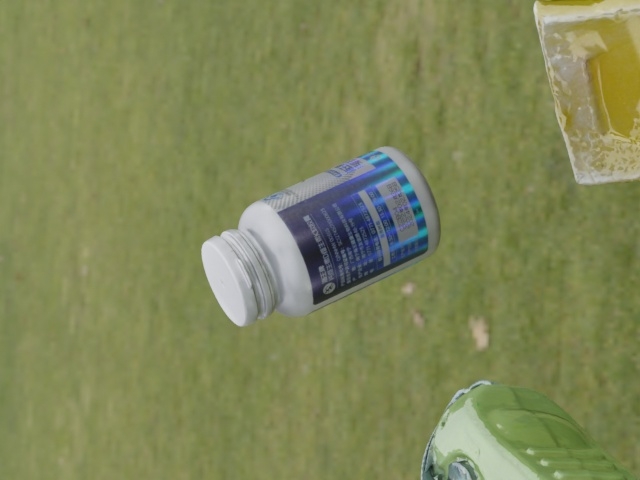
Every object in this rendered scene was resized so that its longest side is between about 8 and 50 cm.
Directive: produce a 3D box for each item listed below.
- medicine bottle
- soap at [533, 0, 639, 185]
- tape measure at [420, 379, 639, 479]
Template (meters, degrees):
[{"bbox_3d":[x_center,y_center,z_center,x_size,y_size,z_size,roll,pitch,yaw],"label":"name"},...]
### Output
[{"bbox_3d":[0.000,0.000,1.275,0.107,0.191,0.107,52,156,34],"label":"medicine bottle"},{"bbox_3d":[0.347,-0.148,1.209,0.091,0.315,0.199,-67,-34,-44],"label":"soap"},{"bbox_3d":[0.119,0.182,0.932,0.200,0.106,0.175,-132,50,-62],"label":"tape measure"}]
